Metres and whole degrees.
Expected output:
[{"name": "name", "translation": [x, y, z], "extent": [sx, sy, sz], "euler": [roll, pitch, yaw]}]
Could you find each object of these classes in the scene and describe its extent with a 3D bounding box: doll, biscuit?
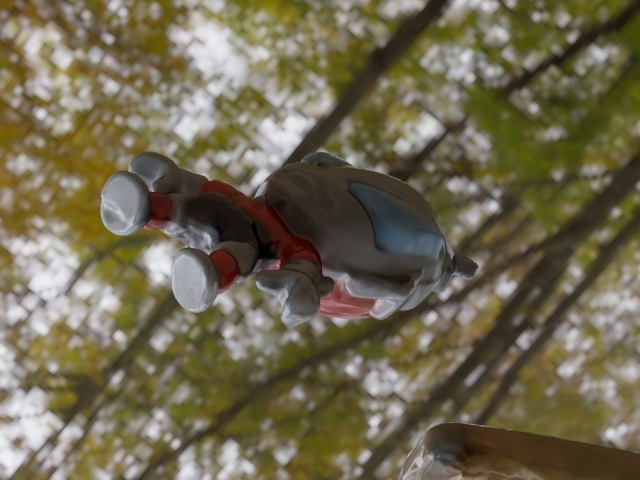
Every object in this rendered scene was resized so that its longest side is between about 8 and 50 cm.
[{"name": "doll", "translation": [0.000, -0.001, 0.448], "extent": [0.057, 0.039, 0.114], "euler": [4, -179, 42]}, {"name": "biscuit", "translation": [0.181, 0.242, 1.534], "extent": [0.290, 0.237, 0.062], "euler": [11, -136, -13]}]
